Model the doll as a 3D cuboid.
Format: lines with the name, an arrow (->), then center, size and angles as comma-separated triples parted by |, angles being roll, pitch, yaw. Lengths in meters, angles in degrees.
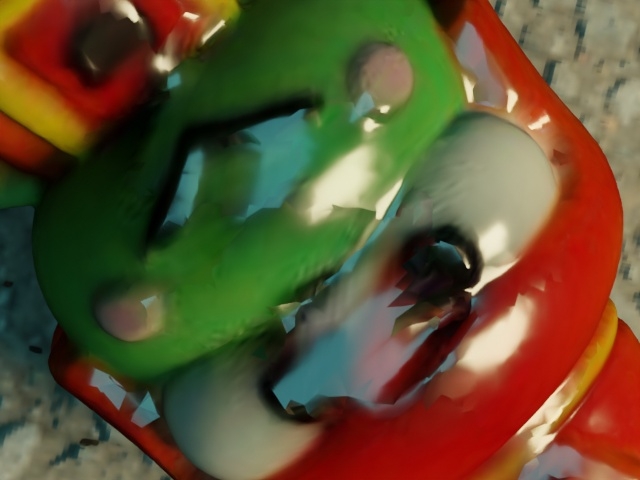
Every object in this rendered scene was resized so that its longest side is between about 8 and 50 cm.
doll -> 0.000, 0.000, 0.579 | 0.182, 0.160, 0.363 | -43, 102, 1
